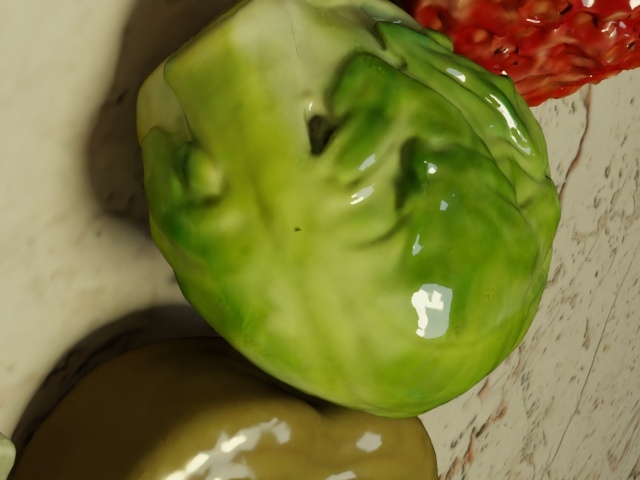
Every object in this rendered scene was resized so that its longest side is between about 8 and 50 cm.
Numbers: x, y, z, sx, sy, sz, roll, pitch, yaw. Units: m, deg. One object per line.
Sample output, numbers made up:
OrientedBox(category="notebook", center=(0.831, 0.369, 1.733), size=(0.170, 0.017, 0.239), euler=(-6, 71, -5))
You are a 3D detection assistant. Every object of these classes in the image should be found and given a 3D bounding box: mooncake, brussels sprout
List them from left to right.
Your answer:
OrientedBox(category="mooncake", center=(-0.051, 0.164, 0.697), size=(0.235, 0.117, 0.235), euler=(-23, 130, -31))
OrientedBox(category="brussels sprout", center=(0.013, -0.017, 0.632), size=(0.223, 0.223, 0.161), euler=(-34, 175, -44))

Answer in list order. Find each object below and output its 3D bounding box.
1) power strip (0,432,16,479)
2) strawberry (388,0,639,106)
OrientedBox(category="power strip", center=(-0.221, 0.099, 0.461), size=(0.256, 0.070, 0.105), euler=(23, 90, -60))
OrientedBox(category="strawberry", center=(0.158, -0.234, 0.702), size=(0.292, 0.310, 0.292), euler=(43, 38, -48))
